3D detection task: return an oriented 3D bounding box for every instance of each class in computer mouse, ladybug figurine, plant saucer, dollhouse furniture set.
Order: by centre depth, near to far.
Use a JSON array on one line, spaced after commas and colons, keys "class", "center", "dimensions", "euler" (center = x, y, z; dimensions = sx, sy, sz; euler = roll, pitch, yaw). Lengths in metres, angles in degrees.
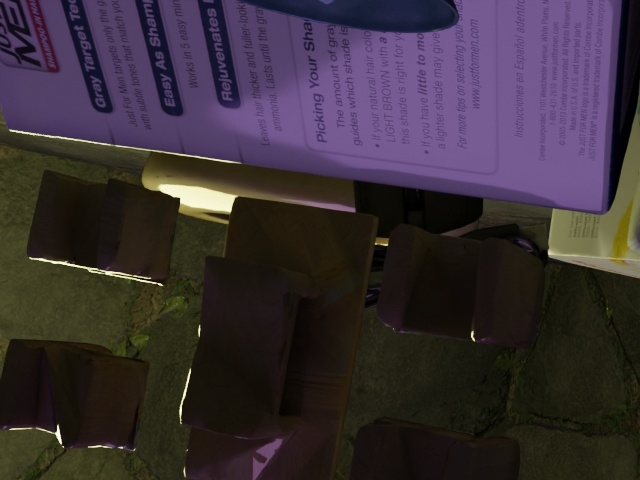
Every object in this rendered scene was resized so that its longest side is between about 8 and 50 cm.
[{"class": "plant saucer", "center": [0.000, -0.111, 0.489], "dimensions": [0.119, 0.021, 0.119], "euler": [11, 180, 0]}, {"class": "dollhouse furniture set", "center": [0.000, 0.000, 0.930], "dimensions": [0.362, 0.394, 0.256], "euler": [9, 177, 23]}, {"class": "computer mouse", "center": [0.096, -0.072, 1.058], "dimensions": [0.188, 0.272, 0.072], "euler": [-10, 139, 14]}, {"class": "ladybug figurine", "center": [-0.018, -0.091, 1.424], "dimensions": [0.449, 0.162, 0.305], "euler": [8, 176, 30]}]

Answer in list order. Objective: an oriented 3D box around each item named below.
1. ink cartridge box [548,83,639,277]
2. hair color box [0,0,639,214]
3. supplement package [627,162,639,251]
[{"class": "ink cartridge box", "center": [0.346, -0.046, 1.044], "dimensions": [0.171, 0.168, 0.232], "euler": [13, 176, -31]}, {"class": "hair color box", "center": [-0.013, -0.130, 0.611], "dimensions": [0.347, 0.105, 0.174], "euler": [9, 135, 18]}, {"class": "supplement package", "center": [0.357, -0.059, 0.732], "dimensions": [0.293, 0.175, 0.177], "euler": [10, 178, 9]}]
